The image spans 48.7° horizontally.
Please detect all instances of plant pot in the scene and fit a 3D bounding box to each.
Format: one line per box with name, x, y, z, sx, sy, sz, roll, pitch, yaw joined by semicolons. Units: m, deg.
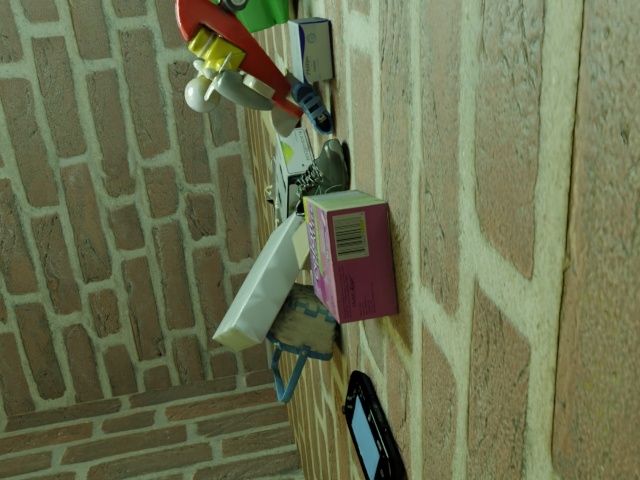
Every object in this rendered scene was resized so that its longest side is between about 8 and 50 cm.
plant pot;0.000;0.000;1.749;0.096;0.109;0.109;110;152;-46

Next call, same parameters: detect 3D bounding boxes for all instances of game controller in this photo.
game controller;0.111;0.442;1.577;0.319;0.067;0.167;-113;17;-53

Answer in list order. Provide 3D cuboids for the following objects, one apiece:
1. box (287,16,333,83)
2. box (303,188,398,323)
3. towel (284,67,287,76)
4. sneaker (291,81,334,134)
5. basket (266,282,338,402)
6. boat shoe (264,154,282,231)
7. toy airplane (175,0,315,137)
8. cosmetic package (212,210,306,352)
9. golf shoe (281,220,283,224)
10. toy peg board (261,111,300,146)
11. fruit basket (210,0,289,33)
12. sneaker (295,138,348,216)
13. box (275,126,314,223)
box;-0.022;-0.424;1.568;0.137;0.072;0.126;-119;21;-66
box;0.053;0.022;1.388;0.243;0.117;0.214;-136;38;-75
towel;-0.098;-0.477;2.154;0.060;0.009;0.083;99;160;-59
sneaker;-0.012;-0.296;1.596;0.144;0.053;0.059;51;-179;-33
basket;-0.068;0.281;1.989;0.289;0.201;0.255;-64;18;12
boat shoe;-0.140;-0.141;2.436;0.116;0.096;0.325;140;120;-78
toy airplane;-0.199;-0.395;1.724;0.384;0.272;0.386;50;179;21
cosmetic package;-0.148;0.117;1.967;0.377;0.097;0.284;-62;12;-21
golf shoe;-0.097;-0.008;2.341;0.094;0.077;0.198;-179;81;-72
toy peg board;-0.103;-0.388;2.103;0.161;0.079;0.161;114;144;-44
fruit basket;-0.203;-0.774;1.831;0.392;0.282;0.392;-15;-90;-85
sneaker;0.001;-0.127;1.608;0.267;0.106;0.101;98;162;-56
box;-0.074;-0.170;2.057;0.290;0.087;0.169;97;161;-58
